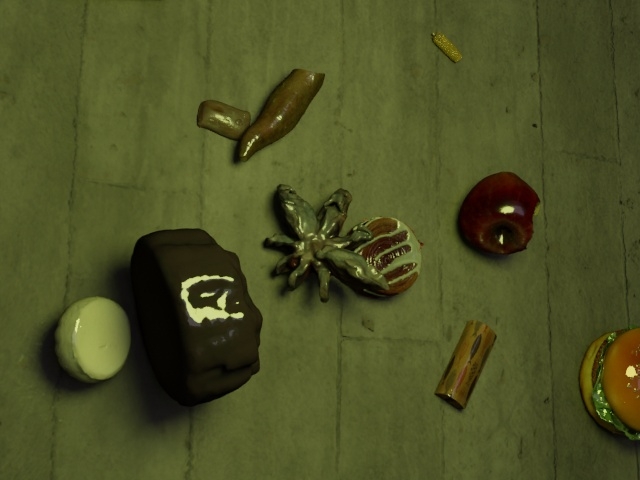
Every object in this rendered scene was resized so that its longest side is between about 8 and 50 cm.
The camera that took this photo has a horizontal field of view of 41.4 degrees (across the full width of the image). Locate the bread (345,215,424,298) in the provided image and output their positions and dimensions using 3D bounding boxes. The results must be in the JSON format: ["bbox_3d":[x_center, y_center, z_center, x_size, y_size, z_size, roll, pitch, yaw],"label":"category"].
[{"bbox_3d":[0.118,0.030,1.620,0.160,0.073,0.161,6,77,-24],"label":"bread"}]

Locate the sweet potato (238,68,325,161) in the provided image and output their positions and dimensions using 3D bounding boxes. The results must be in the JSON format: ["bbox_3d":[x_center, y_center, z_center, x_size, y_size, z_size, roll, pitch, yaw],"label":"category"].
[{"bbox_3d":[-0.082,-0.234,1.584,0.077,0.077,0.244,42,71,-12],"label":"sweet potato"}]

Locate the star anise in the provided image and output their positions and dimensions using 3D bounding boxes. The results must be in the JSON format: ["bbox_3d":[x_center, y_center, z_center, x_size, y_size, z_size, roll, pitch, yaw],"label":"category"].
[{"bbox_3d":[-0.002,-0.004,1.530,0.198,0.111,0.258,-12,61,-4],"label":"star anise"}]

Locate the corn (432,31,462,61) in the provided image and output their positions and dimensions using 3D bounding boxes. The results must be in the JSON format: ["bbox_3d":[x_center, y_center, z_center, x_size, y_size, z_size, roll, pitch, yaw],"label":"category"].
[{"bbox_3d":[0.269,-0.415,1.807,0.083,0.028,0.027,42,73,-12],"label":"corn"}]

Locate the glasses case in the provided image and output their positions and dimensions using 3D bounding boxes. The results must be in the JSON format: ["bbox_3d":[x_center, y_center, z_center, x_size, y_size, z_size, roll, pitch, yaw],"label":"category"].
[{"bbox_3d":[0.293,0.245,1.677,0.064,0.041,0.170,36,66,-15],"label":"glasses case"}]

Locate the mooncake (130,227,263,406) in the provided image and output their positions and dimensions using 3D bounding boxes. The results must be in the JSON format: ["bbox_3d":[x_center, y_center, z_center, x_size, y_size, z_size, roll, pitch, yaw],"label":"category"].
[{"bbox_3d":[-0.198,0.114,1.340,0.141,0.283,0.283,-14,86,-28],"label":"mooncake"}]

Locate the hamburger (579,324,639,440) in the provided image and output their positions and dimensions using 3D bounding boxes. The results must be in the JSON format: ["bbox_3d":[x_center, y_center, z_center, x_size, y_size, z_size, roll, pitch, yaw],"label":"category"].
[{"bbox_3d":[0.676,0.298,1.776,0.246,0.170,0.246,7,74,-25],"label":"hamburger"}]

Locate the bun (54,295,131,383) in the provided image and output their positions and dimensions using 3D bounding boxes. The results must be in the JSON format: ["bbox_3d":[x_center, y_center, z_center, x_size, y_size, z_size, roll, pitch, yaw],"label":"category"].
[{"bbox_3d":[-0.376,0.157,1.352,0.138,0.094,0.138,3,86,-61],"label":"bun"}]

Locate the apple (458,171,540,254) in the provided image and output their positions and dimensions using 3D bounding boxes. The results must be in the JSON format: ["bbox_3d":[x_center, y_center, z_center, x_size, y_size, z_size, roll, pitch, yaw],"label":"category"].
[{"bbox_3d":[0.362,-0.063,1.714,0.147,0.156,0.158,33,39,-17],"label":"apple"}]

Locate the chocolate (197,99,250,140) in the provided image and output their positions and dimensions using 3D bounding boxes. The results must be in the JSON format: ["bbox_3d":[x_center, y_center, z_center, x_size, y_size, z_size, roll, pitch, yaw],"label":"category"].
[{"bbox_3d":[-0.174,-0.227,1.559,0.100,0.031,0.065,20,68,-20],"label":"chocolate"}]
